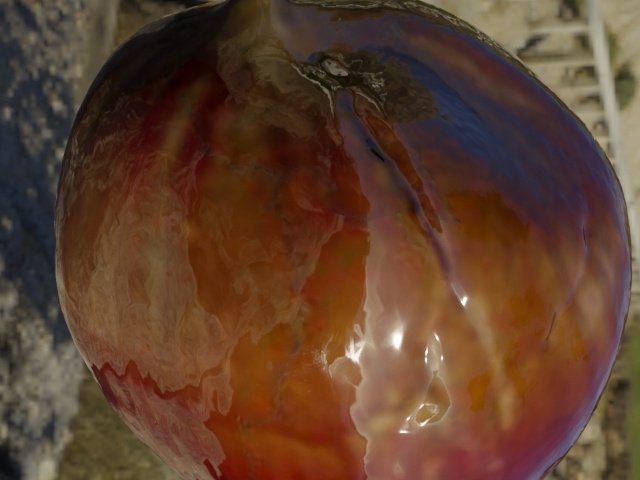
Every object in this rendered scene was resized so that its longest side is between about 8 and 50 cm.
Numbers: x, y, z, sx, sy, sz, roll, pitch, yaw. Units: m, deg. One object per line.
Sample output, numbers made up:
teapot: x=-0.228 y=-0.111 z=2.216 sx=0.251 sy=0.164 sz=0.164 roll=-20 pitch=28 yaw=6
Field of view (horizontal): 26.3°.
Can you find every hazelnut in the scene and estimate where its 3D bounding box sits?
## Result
hazelnut: x=0.000 y=0.000 z=0.529 sx=0.229 sy=0.229 sz=0.229 roll=-1 pitch=90 yaw=-76
